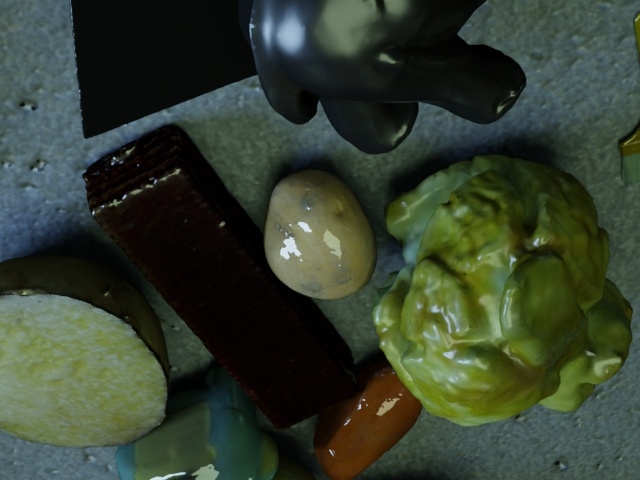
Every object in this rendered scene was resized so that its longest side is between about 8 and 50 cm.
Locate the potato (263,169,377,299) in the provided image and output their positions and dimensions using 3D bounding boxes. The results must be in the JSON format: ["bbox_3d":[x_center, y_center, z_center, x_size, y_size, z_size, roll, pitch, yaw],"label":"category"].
[{"bbox_3d":[-0.001,-0.003,1.328,0.112,0.112,0.147,-17,124,5],"label":"potato"}]

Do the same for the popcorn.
[{"bbox_3d":[0.183,0.061,1.319,0.276,0.225,0.276,-15,124,-24],"label":"popcorn"}]

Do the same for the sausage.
[{"bbox_3d":[0.051,0.199,1.517,0.089,0.089,0.179,25,116,-27],"label":"sausage"}]

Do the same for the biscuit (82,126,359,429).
[{"bbox_3d":[-0.092,0.048,1.374,0.107,0.073,0.388,-26,128,12],"label":"biscuit"}]

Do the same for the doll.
[{"bbox_3d":[-0.098,0.283,1.511,0.177,0.161,0.260,-24,128,12],"label":"doll"}]

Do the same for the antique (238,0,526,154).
[{"bbox_3d":[0.070,-0.224,1.064,0.255,0.185,0.322,29,98,-45],"label":"antique"}]

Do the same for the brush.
[{"bbox_3d":[0.328,-0.141,1.325,0.083,0.011,0.205,-14,130,4],"label":"brush"}]

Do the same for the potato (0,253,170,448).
[{"bbox_3d":[-0.270,0.097,1.362,0.239,0.116,0.299,-7,142,4],"label":"potato"}]

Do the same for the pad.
[{"bbox_3d":[-0.071,-0.212,1.106,0.300,0.005,0.202,-25,137,-29],"label":"pad"}]
